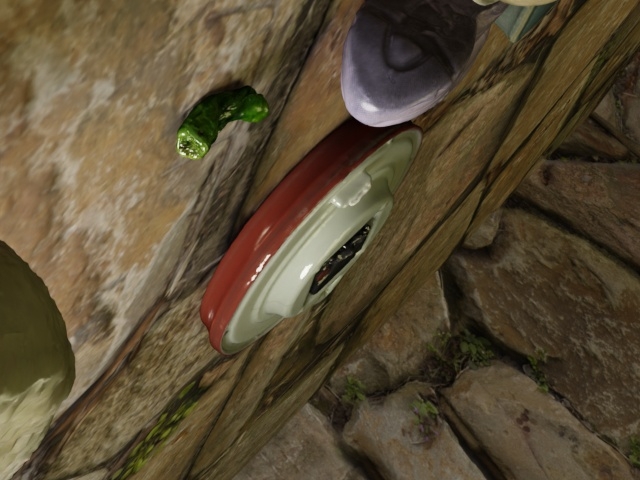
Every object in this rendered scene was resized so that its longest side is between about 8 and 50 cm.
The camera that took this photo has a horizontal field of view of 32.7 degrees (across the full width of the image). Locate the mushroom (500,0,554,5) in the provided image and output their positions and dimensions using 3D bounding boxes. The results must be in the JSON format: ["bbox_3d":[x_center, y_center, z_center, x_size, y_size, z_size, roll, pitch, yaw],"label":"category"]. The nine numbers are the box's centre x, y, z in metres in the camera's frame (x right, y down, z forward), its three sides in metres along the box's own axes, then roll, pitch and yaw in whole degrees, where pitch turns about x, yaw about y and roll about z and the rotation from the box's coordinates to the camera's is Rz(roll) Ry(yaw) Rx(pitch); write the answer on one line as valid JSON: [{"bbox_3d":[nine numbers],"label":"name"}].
[{"bbox_3d":[0.178,-0.261,0.836,0.166,0.127,0.166,-36,171,-7],"label":"mushroom"}]

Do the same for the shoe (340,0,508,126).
[{"bbox_3d":[0.079,-0.151,0.911,0.245,0.095,0.137,-49,169,-41],"label":"shoe"}]

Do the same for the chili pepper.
[{"bbox_3d":[-0.068,-0.083,0.739,0.030,0.034,0.091,-15,-164,41],"label":"chili pepper"}]

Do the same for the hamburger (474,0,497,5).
[{"bbox_3d":[0.104,-0.240,0.569,0.237,0.147,0.237,-51,169,-13],"label":"hamburger"}]

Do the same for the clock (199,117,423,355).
[{"bbox_3d":[0.000,0.000,1.144,0.318,0.080,0.318,-48,169,-13],"label":"clock"}]

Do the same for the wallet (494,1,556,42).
[{"bbox_3d":[0.266,-0.355,1.011,0.252,0.083,0.360,-50,169,-28],"label":"wallet"}]

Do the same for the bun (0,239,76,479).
[{"bbox_3d":[-0.209,0.072,0.395,0.239,0.141,0.239,-44,173,-7],"label":"bun"}]
